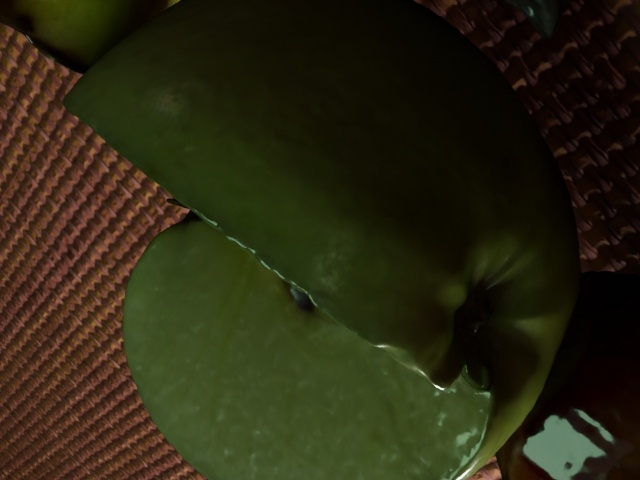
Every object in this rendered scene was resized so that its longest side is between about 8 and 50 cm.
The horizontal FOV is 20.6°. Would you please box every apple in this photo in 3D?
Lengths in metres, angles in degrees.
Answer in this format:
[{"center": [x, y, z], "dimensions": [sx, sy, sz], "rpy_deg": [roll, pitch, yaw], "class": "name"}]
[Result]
[{"center": [0.014, -0.008, 0.967], "dimensions": [0.258, 0.233, 0.295], "rpy_deg": [23, 143, 36], "class": "apple"}]

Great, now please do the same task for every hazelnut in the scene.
[{"center": [0.179, 0.099, 1.063], "dimensions": [0.202, 0.161, 0.170], "rpy_deg": [-29, -73, -78], "class": "hazelnut"}]

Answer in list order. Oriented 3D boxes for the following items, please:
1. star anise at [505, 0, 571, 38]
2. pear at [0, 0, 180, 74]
[{"center": [0.057, -0.206, 0.849], "dimensions": [0.223, 0.109, 0.236], "rpy_deg": [25, 155, -15], "class": "star anise"}, {"center": [-0.208, -0.257, 1.048], "dimensions": [0.340, 0.191, 0.386], "rpy_deg": [29, -176, -39], "class": "pear"}]
